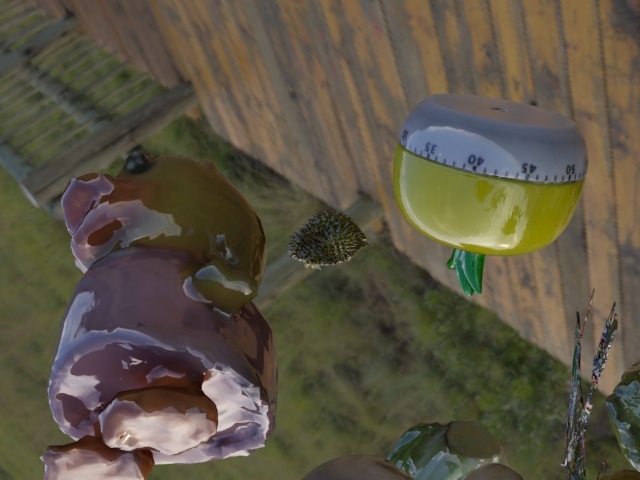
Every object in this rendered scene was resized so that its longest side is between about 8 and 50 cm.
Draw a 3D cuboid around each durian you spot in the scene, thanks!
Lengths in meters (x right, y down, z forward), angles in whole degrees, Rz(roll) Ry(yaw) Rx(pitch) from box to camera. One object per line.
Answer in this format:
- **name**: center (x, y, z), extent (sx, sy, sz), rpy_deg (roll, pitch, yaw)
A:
- **durian**: center (0.000, 0.000, 1.761), extent (0.146, 0.208, 0.102), rpy_deg (-1, 112, 23)

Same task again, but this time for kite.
- **kite**: center (0.198, 0.128, 0.675), extent (0.006, 0.198, 0.244), rpy_deg (3, 145, 8)

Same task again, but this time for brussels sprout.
- **brussels sprout**: center (0.195, 0.402, 1.465), extent (0.244, 0.244, 0.244), rpy_deg (44, 159, 21)

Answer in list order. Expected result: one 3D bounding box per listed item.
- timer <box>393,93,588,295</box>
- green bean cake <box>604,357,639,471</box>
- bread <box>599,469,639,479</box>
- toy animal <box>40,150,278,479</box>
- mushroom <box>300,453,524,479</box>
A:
- **timer**: center (0.222, -0.053, 1.259), extent (0.285, 0.285, 0.285), rpy_deg (44, 159, 21)
- **green bean cake**: center (0.531, 0.205, 1.242), extent (0.236, 0.233, 0.124), rpy_deg (-28, 85, 36)
- **bread**: center (0.391, 0.321, 0.979), extent (0.124, 0.084, 0.344), rpy_deg (59, 158, -18)
- **toy animal**: center (-0.109, 0.041, 0.658), extent (0.169, 0.195, 0.281), rpy_deg (26, -141, -38)
- **mushroom**: center (0.075, 0.242, 0.665), extent (0.207, 0.215, 0.207), rpy_deg (34, 136, 40)
